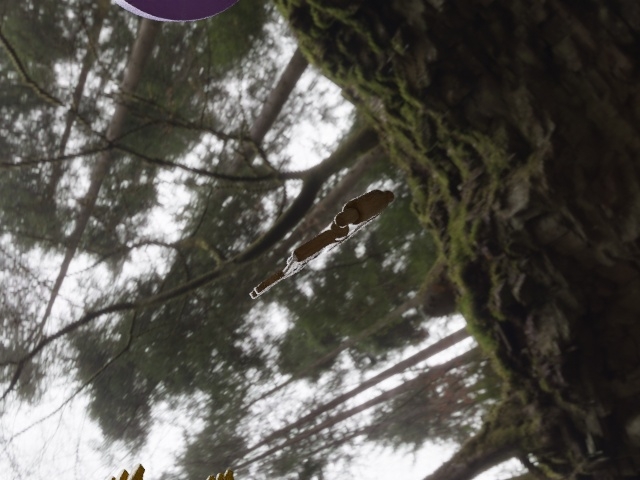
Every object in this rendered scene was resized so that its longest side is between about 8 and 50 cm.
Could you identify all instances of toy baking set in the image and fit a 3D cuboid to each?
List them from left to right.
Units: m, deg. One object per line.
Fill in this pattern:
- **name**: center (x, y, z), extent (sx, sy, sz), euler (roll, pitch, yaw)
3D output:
- **toy baking set**: center (0.004, -0.003, 1.108), extent (0.030, 0.196, 0.256), euler (56, -149, 3)

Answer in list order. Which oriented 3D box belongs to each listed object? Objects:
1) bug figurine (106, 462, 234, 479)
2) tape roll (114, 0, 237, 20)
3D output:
- **bug figurine**: center (-0.115, 0.248, 0.469), extent (0.072, 0.216, 0.279), euler (41, -136, -19)
- **tape roll**: center (-0.214, -0.458, 1.280), extent (0.274, 0.090, 0.275), euler (-5, -75, -21)
